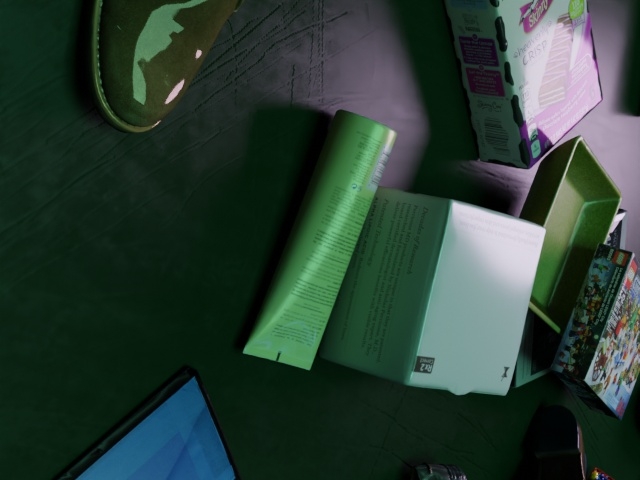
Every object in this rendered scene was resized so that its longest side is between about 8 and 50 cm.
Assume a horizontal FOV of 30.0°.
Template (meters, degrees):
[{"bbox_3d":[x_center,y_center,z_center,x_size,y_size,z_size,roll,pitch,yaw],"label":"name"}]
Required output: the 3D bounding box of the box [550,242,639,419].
[{"bbox_3d":[0.351,0.116,1.442,0.233,0.044,0.159,39,73,-60],"label":"box"}]

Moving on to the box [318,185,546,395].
[{"bbox_3d":[0.114,0.051,1.187,0.181,0.119,0.182,13,90,-49],"label":"box"}]

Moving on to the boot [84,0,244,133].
[{"bbox_3d":[-0.081,-0.221,0.906,0.112,0.115,0.305,32,77,-49],"label":"boot"}]

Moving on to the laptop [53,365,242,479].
[{"bbox_3d":[-0.102,0.287,0.998,0.234,0.264,0.137,-40,164,-33],"label":"laptop"}]

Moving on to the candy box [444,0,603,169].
[{"bbox_3d":[0.218,-0.216,1.266,0.159,0.071,0.233,-41,127,-33],"label":"candy box"}]

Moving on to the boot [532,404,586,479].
[{"bbox_3d":[0.301,0.324,1.470,0.106,0.082,0.219,49,45,-51],"label":"boot"}]

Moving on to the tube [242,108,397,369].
[{"bbox_3d":[0.000,0.000,1.101,0.070,0.062,0.240,20,90,-5],"label":"tube"}]

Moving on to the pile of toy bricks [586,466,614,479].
[{"bbox_3d":[0.340,0.406,1.557,0.212,0.118,0.105,-41,161,-44],"label":"pile of toy bricks"}]

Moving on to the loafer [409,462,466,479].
[{"bbox_3d":[0.105,0.324,1.305,0.061,0.062,0.170,17,84,-26],"label":"loafer"}]

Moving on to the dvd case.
[{"bbox_3d":[0.302,0.066,1.466,0.238,0.029,0.179,-15,111,-44],"label":"dvd case"}]

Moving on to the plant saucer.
[{"bbox_3d":[0.263,-0.003,1.332,0.188,0.045,0.188,35,74,-56],"label":"plant saucer"}]
